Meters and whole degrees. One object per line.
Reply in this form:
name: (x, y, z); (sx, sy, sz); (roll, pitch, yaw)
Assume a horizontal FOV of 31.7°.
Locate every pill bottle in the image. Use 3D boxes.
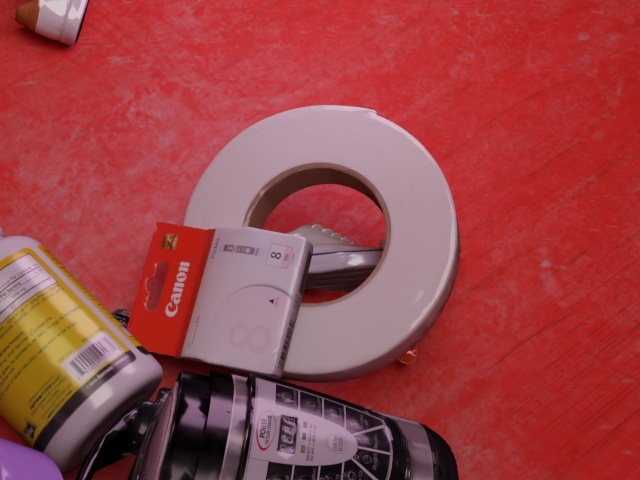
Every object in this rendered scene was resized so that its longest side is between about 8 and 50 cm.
pill bottle: (-0.378, 0.118, 1.447); (0.334, 0.188, 0.188); (44, 60, 9)

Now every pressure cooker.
pressure cooker: (-0.085, 0.349, 1.309); (0.420, 0.370, 0.375); (15, 81, -7)

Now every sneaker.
sneaker: (-0.408, -0.451, 1.780); (0.123, 0.106, 0.290); (15, 62, -11)
sneaker: (0.003, 0.019, 1.639); (0.258, 0.094, 0.091); (-1, 63, 0)

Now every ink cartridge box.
ink cartridge box: (-0.142, 0.071, 1.500); (0.232, 0.066, 0.189); (11, 75, 11)

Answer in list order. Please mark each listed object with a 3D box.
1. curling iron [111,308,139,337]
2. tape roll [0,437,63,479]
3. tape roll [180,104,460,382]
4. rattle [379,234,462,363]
curling iron: (-0.175, 0.154, 1.578); (0.274, 0.035, 0.068); (14, 81, -14)
tape roll: (-0.400, 0.356, 1.264); (0.090, 0.275, 0.274); (30, 53, -36)
tape roll: (0.000, 0.000, 1.560); (0.392, 0.072, 0.392); (-3, 72, 11)
rattle: (0.150, 0.090, 1.705); (0.130, 0.143, 0.199); (-8, 79, 15)
